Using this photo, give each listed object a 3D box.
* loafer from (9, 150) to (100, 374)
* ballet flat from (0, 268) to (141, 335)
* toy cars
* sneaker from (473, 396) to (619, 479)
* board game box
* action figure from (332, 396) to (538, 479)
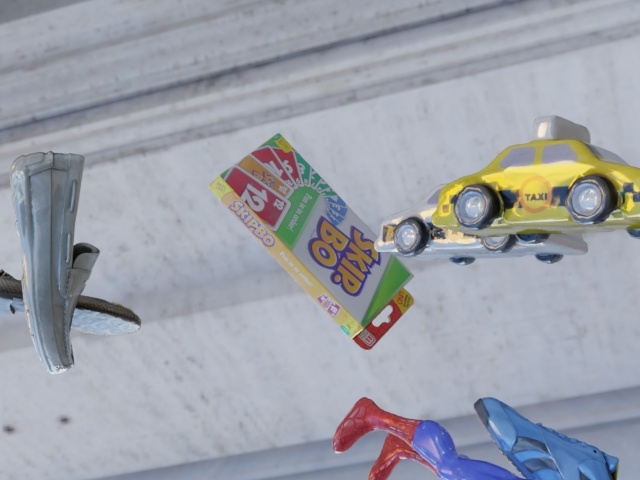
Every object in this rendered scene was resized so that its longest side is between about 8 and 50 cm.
[{"bbox_3d":[-0.361,0.034,1.634,0.112,0.111,0.319,-132,38,-65],"label":"loafer"},{"bbox_3d":[-0.388,0.090,1.749,0.084,0.250,0.058,113,166,-55],"label":"ballet flat"},{"bbox_3d":[0.164,-0.036,0.980,0.393,0.176,0.087,148,126,-79],"label":"toy cars"},{"bbox_3d":[0.237,0.217,1.142,0.209,0.082,0.069,47,-178,32],"label":"sneaker"},{"bbox_3d":[0.000,0.000,1.354,0.259,0.039,0.124,48,-136,0],"label":"board game box"},{"bbox_3d":[0.118,0.207,0.777,0.091,0.280,0.139,49,-118,-41],"label":"action figure"}]
